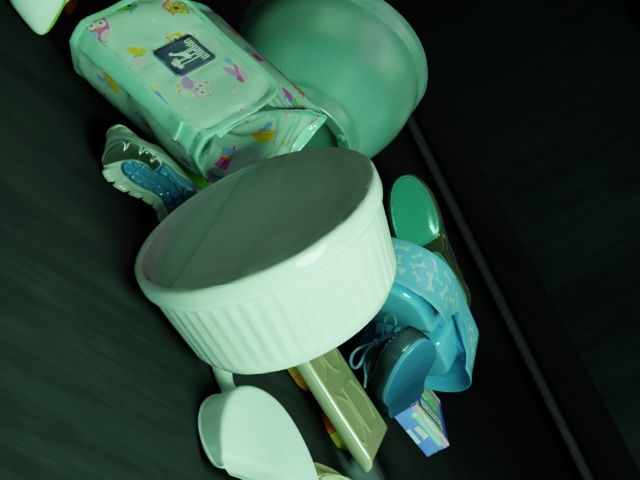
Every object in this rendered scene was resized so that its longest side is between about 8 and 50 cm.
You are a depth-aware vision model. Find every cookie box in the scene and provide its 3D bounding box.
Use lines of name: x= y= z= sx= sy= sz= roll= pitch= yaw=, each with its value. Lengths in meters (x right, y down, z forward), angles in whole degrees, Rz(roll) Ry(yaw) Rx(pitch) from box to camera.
cookie box: x=0.140 y=0.241 z=2.154 sx=0.092 sy=0.040 sz=0.107 roll=52 pitch=16 yaw=-27

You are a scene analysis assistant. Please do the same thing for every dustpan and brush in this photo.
dustpan and brush: x=-0.079 y=0.179 z=1.545 sx=0.147 sy=0.060 sz=0.211 roll=28 pitch=37 yaw=-40

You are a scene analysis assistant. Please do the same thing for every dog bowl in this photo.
dog bowl: x=0.122 y=0.098 z=2.016 sx=0.074 sy=0.166 sz=0.297 roll=-64 pitch=149 yaw=-26

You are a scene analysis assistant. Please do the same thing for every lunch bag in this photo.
lunch bag: x=-0.146 y=-0.172 z=1.735 sx=0.223 sy=0.160 sz=0.262 roll=44 pitch=15 yaw=17

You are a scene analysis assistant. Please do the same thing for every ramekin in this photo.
ramekin: x=-0.046 y=0.025 z=1.561 sx=0.273 sy=0.273 sz=0.127 roll=-93 pitch=160 yaw=-62

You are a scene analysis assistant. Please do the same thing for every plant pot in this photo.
plant pot: x=-0.011 y=-0.207 z=2.180 sx=0.293 sy=0.293 sz=0.196 roll=50 pitch=43 yaw=-28

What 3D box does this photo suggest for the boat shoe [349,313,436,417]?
boat shoe: x=0.084 y=0.165 z=1.969 sx=0.089 sy=0.109 sz=0.258 roll=49 pitch=-20 yaw=16

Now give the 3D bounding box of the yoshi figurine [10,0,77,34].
yoshi figurine: x=-0.291 y=-0.374 z=1.699 sx=0.203 sy=0.203 sz=0.362 roll=51 pitch=12 yaw=-3

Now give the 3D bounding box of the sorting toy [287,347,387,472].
sorting toy: x=0.012 y=0.184 z=1.870 sx=0.193 sy=0.038 sz=0.208 roll=58 pitch=9 yaw=-3

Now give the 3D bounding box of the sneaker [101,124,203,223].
sneaker: x=-0.174 y=-0.064 z=1.690 sx=0.190 sy=0.071 sz=0.083 roll=48 pitch=12 yaw=-35

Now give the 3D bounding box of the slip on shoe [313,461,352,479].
slip on shoe: x=0.022 y=0.282 z=1.670 sx=0.135 sy=0.051 sz=0.041 roll=32 pitch=17 yaw=-47

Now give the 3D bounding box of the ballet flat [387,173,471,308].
ballet flat: x=0.193 y=0.017 z=2.724 sx=0.096 sy=0.095 sz=0.280 roll=30 pitch=40 yaw=-81

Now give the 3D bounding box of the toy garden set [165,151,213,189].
toy garden set: x=-0.119 y=-0.097 z=1.971 sx=0.204 sy=0.049 sz=0.244 roll=55 pitch=15 yaw=-14
